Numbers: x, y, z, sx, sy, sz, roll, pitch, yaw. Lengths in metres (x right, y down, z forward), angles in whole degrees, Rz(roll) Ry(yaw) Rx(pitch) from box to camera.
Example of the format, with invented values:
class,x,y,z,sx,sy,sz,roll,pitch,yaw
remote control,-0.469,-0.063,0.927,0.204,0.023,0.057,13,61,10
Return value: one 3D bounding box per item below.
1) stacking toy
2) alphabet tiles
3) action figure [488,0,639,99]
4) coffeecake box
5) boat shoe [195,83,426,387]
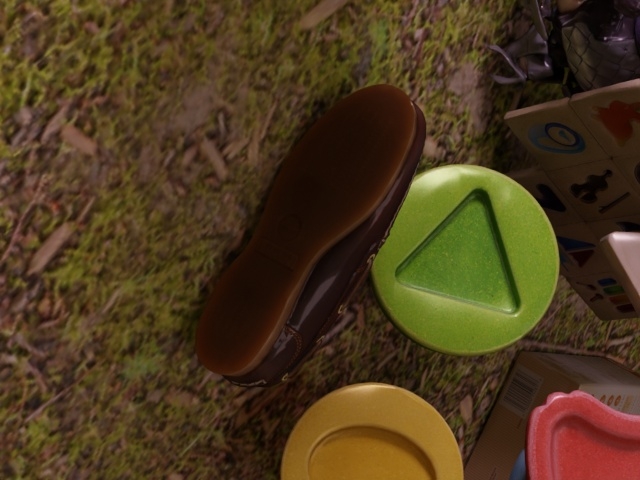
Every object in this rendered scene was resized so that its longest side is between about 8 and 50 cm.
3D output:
class,x,y,z,sx,sy,sz,roll,pitch,yaw
stacking toy,0.133,0.108,0.991,0.130,0.309,0.279,128,-26,-77
alphabet tiles,0.292,-0.013,0.962,0.285,0.342,0.011,46,55,-28
action figure,0.242,-0.135,0.917,0.185,0.285,0.099,50,42,-46
coffeecake box,0.221,0.180,1.268,0.185,0.068,0.142,10,106,-53
boat shoe,0.000,0.000,0.868,0.207,0.073,0.073,-54,147,4
